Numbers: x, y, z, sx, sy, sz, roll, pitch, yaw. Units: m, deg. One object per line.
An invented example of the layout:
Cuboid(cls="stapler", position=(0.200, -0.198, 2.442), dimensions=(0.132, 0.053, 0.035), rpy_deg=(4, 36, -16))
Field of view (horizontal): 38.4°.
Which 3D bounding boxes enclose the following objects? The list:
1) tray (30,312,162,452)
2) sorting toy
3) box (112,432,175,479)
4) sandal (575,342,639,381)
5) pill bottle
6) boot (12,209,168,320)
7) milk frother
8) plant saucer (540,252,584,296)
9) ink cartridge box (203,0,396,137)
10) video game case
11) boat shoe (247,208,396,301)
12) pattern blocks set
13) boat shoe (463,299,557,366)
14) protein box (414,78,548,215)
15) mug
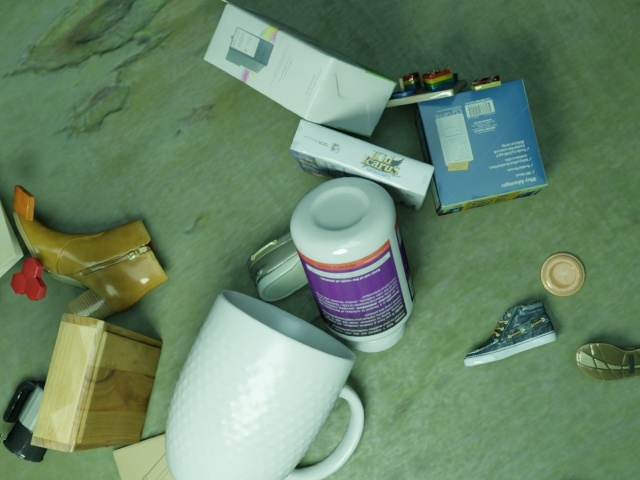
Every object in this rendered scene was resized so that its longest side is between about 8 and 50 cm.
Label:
Cuboid(cls="tray", position=(-0.369, 0.251, 1.591), dimensions=(0.076, 0.411, 0.203), rpy_deg=(10, 80, 6))
Cuboid(cls="sorting toy", position=(0.202, -0.290, 1.705), dimensions=(0.274, 0.132, 0.046), rpy_deg=(-7, 105, 23))
Cuboid(cls="box", position=(-0.281, 0.453, 1.774), dimensions=(0.201, 0.021, 0.164), rpy_deg=(-19, 84, 2))
Cuboid(cls="sandal", position=(0.560, 0.226, 1.725), dimensions=(0.180, 0.049, 0.072), rpy_deg=(1, 91, -11))
Cuboid(cls="pill bottle", position=(0.066, 0.055, 1.629), dimensions=(0.181, 0.323, 0.181), rpy_deg=(-9, 46, 9))
Cuboid(cls="boot", position=(-0.444, 0.010, 1.795), dimensions=(0.211, 0.104, 0.295), rpy_deg=(-34, 77, -11))
Cuboid(cls="milk frother", position=(-0.563, 0.334, 1.742), dimensions=(0.129, 0.143, 0.135), rpy_deg=(29, 90, 13))
Cuboid(cls="plant saucer", position=(0.463, 0.066, 1.757), dimensions=(0.083, 0.013, 0.084), rpy_deg=(0, 86, 4))
Cuboid(cls="ink cartridge box", position=(-0.063, -0.325, 1.688), dimensions=(0.353, 0.207, 0.119), rpy_deg=(35, 107, 34))
Cuboid(cls="video game case", position=(0.079, -0.132, 1.672), dimensions=(0.244, 0.269, 0.061), rpy_deg=(19, 88, 5))
Cuboid(cls="boat shoe", position=(-0.001, -0.002, 1.748), dimensions=(0.305, 0.109, 0.091), rpy_deg=(-33, 57, 1))
Cuboid(cls="pattern blocks set", position=(-0.646, -0.007, 1.779), dimensions=(0.285, 0.026, 0.325), rpy_deg=(-22, 77, 28))
Cuboid(cls="boat shoe", position=(0.348, 0.176, 1.735), dimensions=(0.183, 0.065, 0.083), rpy_deg=(-18, 82, -3))
Cuboid(cls="protein box", position=(0.297, -0.170, 1.726), dimensions=(0.199, 0.136, 0.201), rpy_deg=(-12, 85, 2))
Cuboid(cls="mug", position=(-0.089, 0.313, 1.670), dimensions=(0.374, 0.276, 0.328), rpy_deg=(25, 93, -25))
